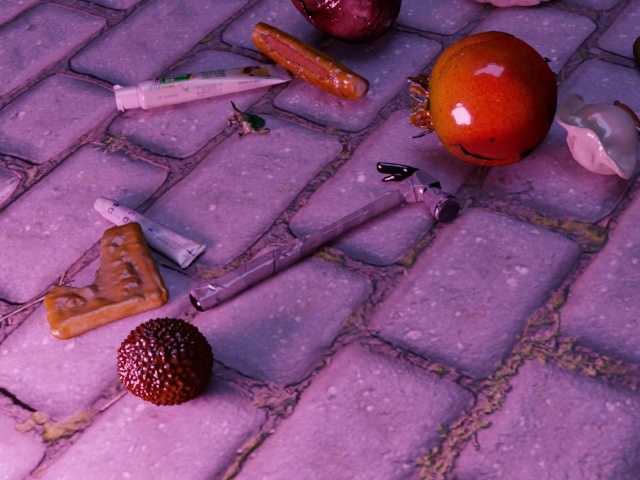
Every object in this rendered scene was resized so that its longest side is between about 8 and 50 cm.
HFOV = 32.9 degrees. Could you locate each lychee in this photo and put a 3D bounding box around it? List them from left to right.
[{"bbox_3d":[-0.207,0.161,1.427,0.123,0.123,0.129,15,12,24],"label":"lychee"}]

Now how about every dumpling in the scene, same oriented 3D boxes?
[{"bbox_3d":[0.418,-0.167,1.661,0.134,0.100,0.169,27,54,-21],"label":"dumpling"}]

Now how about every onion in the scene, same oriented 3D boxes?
[{"bbox_3d":[0.054,-0.487,1.992,0.219,0.252,0.252,-44,34,26],"label":"onion"}]

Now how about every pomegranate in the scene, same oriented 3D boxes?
[{"bbox_3d":[0.252,-0.219,1.694,0.235,0.210,0.210,-3,43,7],"label":"pomegranate"}]

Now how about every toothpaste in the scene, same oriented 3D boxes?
[{"bbox_3d":[-0.274,-0.017,1.698,0.218,0.033,0.052,27,58,30],"label":"toothpaste"},{"bbox_3d":[-0.212,-0.279,1.959,0.314,0.056,0.058,-12,79,-10],"label":"toothpaste"}]

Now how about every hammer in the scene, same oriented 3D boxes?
[{"bbox_3d":[0.000,0.001,1.620,0.427,0.044,0.152,-29,45,-19],"label":"hammer"}]

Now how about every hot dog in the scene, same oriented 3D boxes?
[{"bbox_3d":[-0.023,-0.321,1.950,0.088,0.061,0.286,11,20,-46],"label":"hot dog"}]

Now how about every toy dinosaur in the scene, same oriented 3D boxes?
[{"bbox_3d":[-0.129,-0.211,1.892,0.060,0.029,0.119,-7,34,-21],"label":"toy dinosaur"}]

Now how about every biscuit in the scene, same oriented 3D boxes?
[{"bbox_3d":[-0.328,0.060,1.606,0.183,0.039,0.174,-22,51,-14],"label":"biscuit"}]

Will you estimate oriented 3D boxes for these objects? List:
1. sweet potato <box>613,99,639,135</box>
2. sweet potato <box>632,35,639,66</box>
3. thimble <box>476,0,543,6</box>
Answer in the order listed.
[{"bbox_3d":[0.494,-0.196,1.753,0.034,0.034,0.095,-16,42,-8],"label":"sweet potato"},{"bbox_3d":[0.590,-0.276,1.801,0.075,0.075,0.273,-19,39,-11],"label":"sweet potato"},{"bbox_3d":[0.380,-0.594,2.088,0.292,0.195,0.291,-6,42,5],"label":"thimble"}]
